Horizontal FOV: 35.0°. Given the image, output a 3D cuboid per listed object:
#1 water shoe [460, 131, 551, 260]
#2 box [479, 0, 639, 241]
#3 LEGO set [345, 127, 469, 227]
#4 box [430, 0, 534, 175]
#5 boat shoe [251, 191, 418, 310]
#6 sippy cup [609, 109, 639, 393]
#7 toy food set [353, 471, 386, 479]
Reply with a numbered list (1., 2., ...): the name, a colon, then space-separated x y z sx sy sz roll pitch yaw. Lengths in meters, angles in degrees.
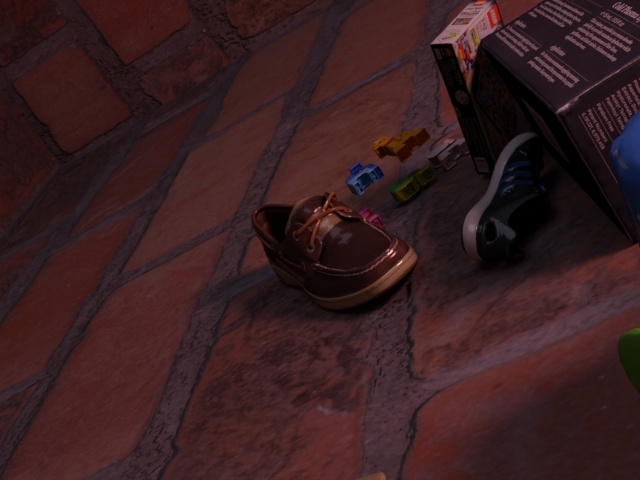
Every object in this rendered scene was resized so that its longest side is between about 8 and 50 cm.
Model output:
1. water shoe: 0.240 -0.048 1.202 0.080 0.073 0.203 8 51 35
2. box: 0.387 -0.205 1.135 0.312 0.179 0.343 -33 21 10
3. LEGO set: 0.101 -0.103 1.479 0.227 0.087 0.093 -39 22 -13
4. box: 0.218 -0.200 1.337 0.036 0.207 0.114 9 47 42
5. boat shoe: 0.000 0.000 1.358 0.123 0.123 0.342 -41 22 -14
6. sippy cup: 0.335 -0.014 0.747 0.240 0.224 0.305 -24 23 26
7. toy food set: 0.000 0.296 0.865 0.132 0.038 0.192 -27 27 40
